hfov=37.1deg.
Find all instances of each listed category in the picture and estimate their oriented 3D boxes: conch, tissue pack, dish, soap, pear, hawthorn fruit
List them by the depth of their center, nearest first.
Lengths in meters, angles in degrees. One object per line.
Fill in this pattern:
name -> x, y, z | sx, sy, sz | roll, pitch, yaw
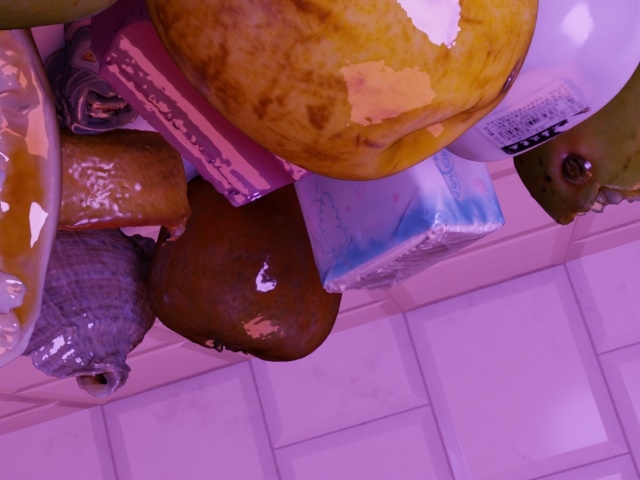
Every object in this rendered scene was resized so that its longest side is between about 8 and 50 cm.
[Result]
pear -> 0.017, -0.182, 0.668 | 0.281, 0.280, 0.281 | -15, 165, -4
dish -> 0.147, -0.204, 0.825 | 0.256, 0.256, 0.117 | -27, 146, 37
soap -> -0.101, -0.159, 0.830 | 0.099, 0.162, 0.250 | -20, 134, 29
tissue pack -> 0.059, -0.099, 1.010 | 0.124, 0.271, 0.201 | -1, 159, -43
hawthorn fruit -> -0.087, 0.009, 1.295 | 0.268, 0.300, 0.268 | 17, -178, -1
conch -> -0.344, 0.064, 1.310 | 0.297, 0.210, 0.352 | 16, -177, -29

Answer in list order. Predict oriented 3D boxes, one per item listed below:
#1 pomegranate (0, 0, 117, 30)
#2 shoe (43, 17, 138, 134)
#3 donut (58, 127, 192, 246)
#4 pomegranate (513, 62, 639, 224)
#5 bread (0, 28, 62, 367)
pomegranate -> -0.170, -0.216, 0.563 | 0.179, 0.179, 0.210 | -19, -164, 13
shoe -> -0.208, -0.146, 0.910 | 0.089, 0.092, 0.180 | -7, 163, -30
donut -> -0.258, -0.059, 0.996 | 0.253, 0.118, 0.253 | 0, -168, 0
pomegranate -> 0.391, -0.186, 1.212 | 0.358, 0.216, 0.310 | -42, -178, -35
bread -> -0.338, -0.047, 0.669 | 0.245, 0.329, 0.424 | -10, 162, 5
